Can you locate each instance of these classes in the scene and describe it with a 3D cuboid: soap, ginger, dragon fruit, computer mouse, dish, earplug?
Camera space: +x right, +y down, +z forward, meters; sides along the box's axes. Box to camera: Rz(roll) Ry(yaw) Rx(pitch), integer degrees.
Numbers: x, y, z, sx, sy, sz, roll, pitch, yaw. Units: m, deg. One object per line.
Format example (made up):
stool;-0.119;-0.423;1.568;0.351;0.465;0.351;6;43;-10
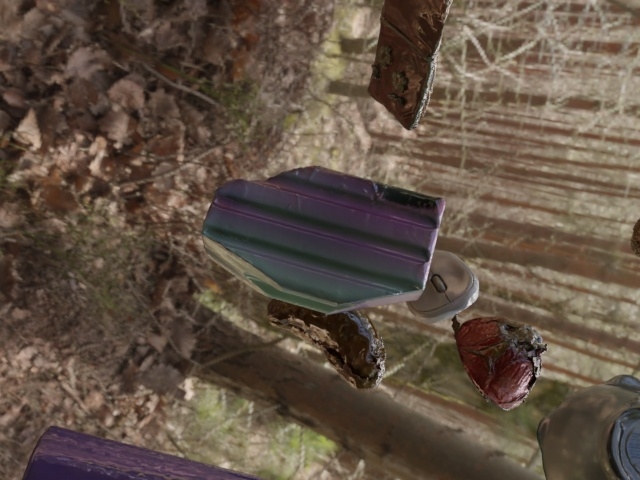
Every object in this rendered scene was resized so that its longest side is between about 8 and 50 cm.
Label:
soap;0.000;0.000;1.152;0.109;0.324;0.193;98;7;-72
ginger;0.033;0.195;1.805;0.172;0.321;0.165;-44;155;-27
dragon fruit;0.418;0.245;1.761;0.218;0.148;0.224;22;42;-38
computer mouse;0.285;0.098;1.978;0.184;0.297;0.121;-25;101;6
dish;0.381;0.262;0.931;0.078;0.246;0.224;105;11;-63
earplug;-0.274;0.467;1.373;0.215;0.456;0.215;-168;-90;-87

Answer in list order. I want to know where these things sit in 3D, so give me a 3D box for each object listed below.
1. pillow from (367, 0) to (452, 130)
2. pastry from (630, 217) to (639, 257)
pillow;0.119;-0.272;1.073;0.043;0.126;0.232;-19;138;-29
pastry;0.623;-0.018;1.416;0.153;0.153;0.081;33;36;-51
